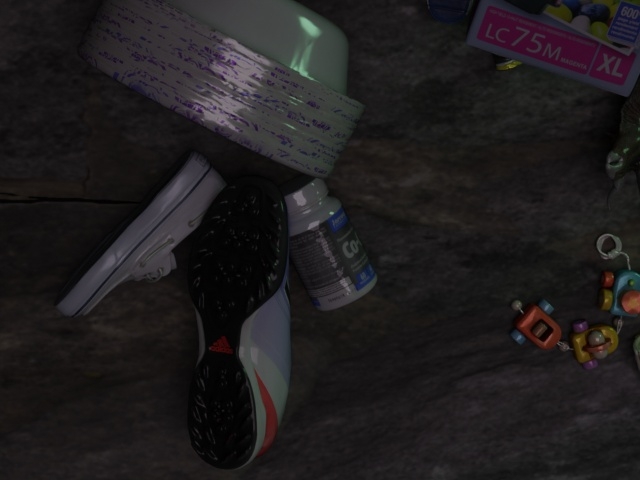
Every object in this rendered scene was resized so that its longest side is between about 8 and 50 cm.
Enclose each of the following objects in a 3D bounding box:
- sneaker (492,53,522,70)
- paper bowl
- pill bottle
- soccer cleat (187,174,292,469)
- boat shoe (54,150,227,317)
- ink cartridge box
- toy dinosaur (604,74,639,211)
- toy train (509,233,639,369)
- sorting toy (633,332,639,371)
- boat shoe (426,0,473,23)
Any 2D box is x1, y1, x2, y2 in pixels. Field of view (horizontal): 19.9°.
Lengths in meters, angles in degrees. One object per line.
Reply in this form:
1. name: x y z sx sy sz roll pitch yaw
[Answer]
1. sneaker: 0.225 -0.216 1.996 0.083 0.031 0.035 -27 104 -4
2. paper bowl: -0.086 -0.185 1.817 0.284 0.284 0.148 26 94 -14
3. pill bottle: 0.000 0.000 1.974 0.078 0.078 0.137 -28 105 -4
4. soccer cleat: -0.077 0.083 1.964 0.109 0.116 0.318 8 100 22
5. boat shoe: -0.183 0.009 1.941 0.076 0.083 0.226 43 90 -14
6. ink cartridge box: 0.279 -0.306 1.831 0.186 0.065 0.311 18 126 -1
7. toy dinosaur: 0.421 -0.174 2.013 0.314 0.121 0.160 -25 116 -9
8. toy train: 0.301 0.078 2.060 0.166 0.046 0.125 -44 105 1
9. sorting toy: 0.398 0.139 2.094 0.083 0.045 0.075 -17 111 -7
10. boat shoe: 0.146 -0.326 1.940 0.066 0.066 0.183 14 108 3
